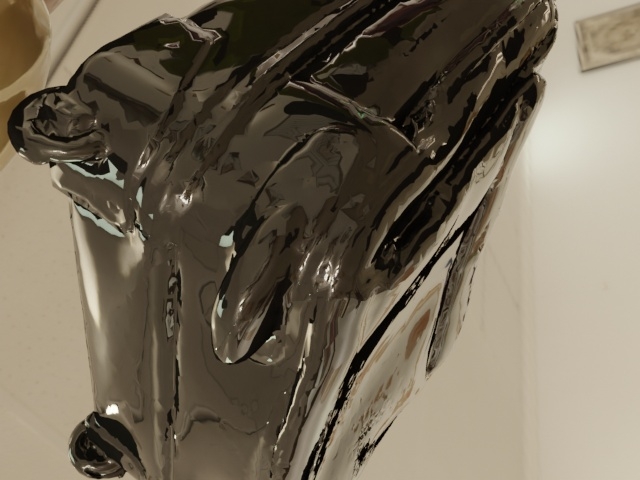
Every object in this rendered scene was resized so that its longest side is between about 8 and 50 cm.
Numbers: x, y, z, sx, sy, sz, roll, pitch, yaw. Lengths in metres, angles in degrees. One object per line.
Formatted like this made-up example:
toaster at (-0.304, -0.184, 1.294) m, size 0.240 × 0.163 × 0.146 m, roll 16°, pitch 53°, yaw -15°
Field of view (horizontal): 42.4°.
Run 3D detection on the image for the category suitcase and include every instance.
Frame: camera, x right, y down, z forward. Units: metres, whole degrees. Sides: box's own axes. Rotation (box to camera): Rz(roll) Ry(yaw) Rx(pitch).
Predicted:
suitcase at (0.000, 0.000, 0.527) m, size 0.339 × 0.188 × 0.345 m, roll -46°, pitch -24°, yaw -39°

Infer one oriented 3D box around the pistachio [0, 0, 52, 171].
pistachio at (-0.278, -0.093, 0.360) m, size 0.318 × 0.193 × 0.214 m, roll -14°, pitch -91°, yaw -40°

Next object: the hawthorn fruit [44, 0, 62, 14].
hawthorn fruit at (-0.457, -0.428, 1.046) m, size 0.403 × 0.402 × 0.403 m, roll 40°, pitch -136°, yaw -54°
